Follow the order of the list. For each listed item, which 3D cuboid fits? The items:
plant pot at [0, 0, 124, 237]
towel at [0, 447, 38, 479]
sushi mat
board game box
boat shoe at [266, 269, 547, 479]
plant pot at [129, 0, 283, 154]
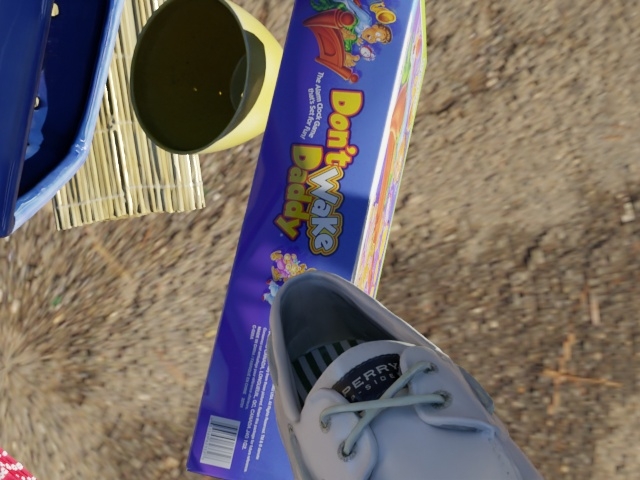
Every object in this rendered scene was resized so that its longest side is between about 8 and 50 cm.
[{"bbox_3d":[-0.303,-0.166,1.368,0.212,0.236,0.236,18,112,5],"label":"plant pot"},{"bbox_3d":[-0.374,0.209,1.339,0.275,0.031,0.199,41,89,-10],"label":"towel"},{"bbox_3d":[-0.206,-0.171,1.566,0.151,0.019,0.317,-6,105,1],"label":"sushi mat"},{"bbox_3d":[0.000,0.000,1.128,0.078,0.233,0.347,12,82,6],"label":"board game box"},{"bbox_3d":[0.021,0.073,0.575,0.083,0.226,0.076,-25,112,-13],"label":"boat shoe"},{"bbox_3d":[-0.078,-0.134,1.346,0.095,0.134,0.134,3,83,-51],"label":"plant pot"}]
